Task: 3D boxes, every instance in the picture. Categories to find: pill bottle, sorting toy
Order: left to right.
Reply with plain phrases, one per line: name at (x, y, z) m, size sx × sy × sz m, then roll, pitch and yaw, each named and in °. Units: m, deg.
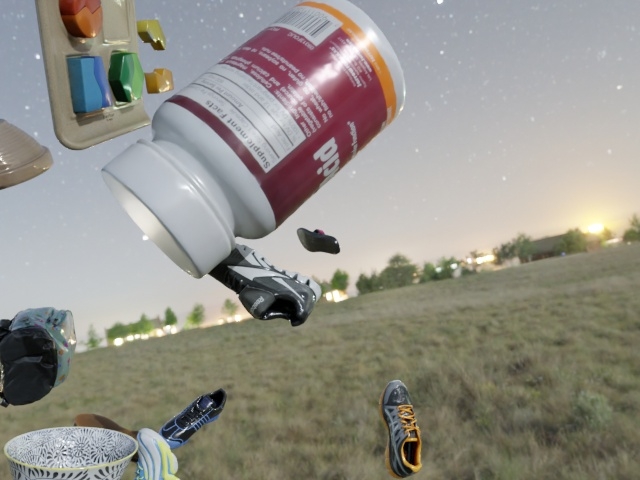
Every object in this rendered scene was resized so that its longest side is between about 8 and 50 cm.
sorting toy at (-0.263, -0.260, 0.744) m, size 0.041 × 0.229 × 0.307 m, roll 1°, pitch 21°, yaw 10°
pill bottle at (-0.085, -0.144, 0.788) m, size 0.392 × 0.224 × 0.224 m, roll -44°, pitch 4°, yaw -19°

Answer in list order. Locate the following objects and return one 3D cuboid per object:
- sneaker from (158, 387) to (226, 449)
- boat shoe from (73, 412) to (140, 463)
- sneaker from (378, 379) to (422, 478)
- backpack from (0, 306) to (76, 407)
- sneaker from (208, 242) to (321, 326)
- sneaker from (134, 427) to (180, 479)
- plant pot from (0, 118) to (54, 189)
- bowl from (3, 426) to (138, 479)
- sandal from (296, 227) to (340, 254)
sneaker at (-0.349, 0.480, 1.548) m, size 0.232 × 0.081 × 0.090 m, roll -23°, pitch -36°, yaw -58°
boat shoe at (-0.493, 0.481, 1.344) m, size 0.207 × 0.073 × 0.073 m, roll 25°, pitch 19°, yaw -5°
sneaker at (0.191, 0.425, 1.279) m, size 0.084 × 0.214 × 0.083 m, roll 3°, pitch -20°, yaw -25°
backpack at (-0.501, 0.191, 1.002) m, size 0.115 × 0.151 × 0.182 m, roll 5°, pitch 12°, yaw -17°
sneaker at (-0.112, 0.078, 0.963) m, size 0.234 × 0.106 × 0.078 m, roll 24°, pitch -54°, yaw -8°
sneaker at (-0.373, 0.541, 1.232) m, size 0.091 × 0.240 × 0.126 m, roll -12°, pitch 11°, yaw 39°
plant pot at (-0.686, -0.181, 1.153) m, size 0.238 × 0.109 × 0.237 m, roll -6°, pitch 26°, yaw 3°
bowl at (-0.341, 0.318, 0.769) m, size 0.170 × 0.080 × 0.170 m, roll 7°, pitch -2°, yaw 0°
sandal at (0.000, 0.000, 1.510) m, size 0.040 × 0.067 × 0.179 m, roll -32°, pitch 28°, yaw -31°
